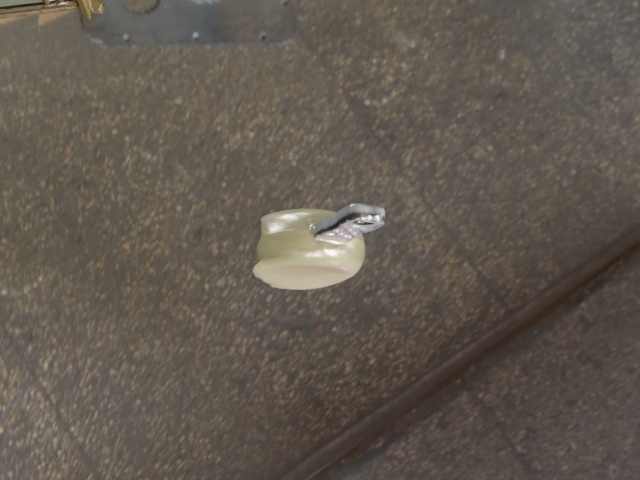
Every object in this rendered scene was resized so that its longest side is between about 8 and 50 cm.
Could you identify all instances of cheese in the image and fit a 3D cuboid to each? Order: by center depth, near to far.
[{"bbox_3d":[-0.007,0.000,0.905,0.092,0.171,0.047,0,75,-8],"label":"cheese"}]

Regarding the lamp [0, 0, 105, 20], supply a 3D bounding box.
[{"bbox_3d":[-0.353,-0.232,0.987,0.325,0.089,0.090,-5,57,1],"label":"lamp"}]
